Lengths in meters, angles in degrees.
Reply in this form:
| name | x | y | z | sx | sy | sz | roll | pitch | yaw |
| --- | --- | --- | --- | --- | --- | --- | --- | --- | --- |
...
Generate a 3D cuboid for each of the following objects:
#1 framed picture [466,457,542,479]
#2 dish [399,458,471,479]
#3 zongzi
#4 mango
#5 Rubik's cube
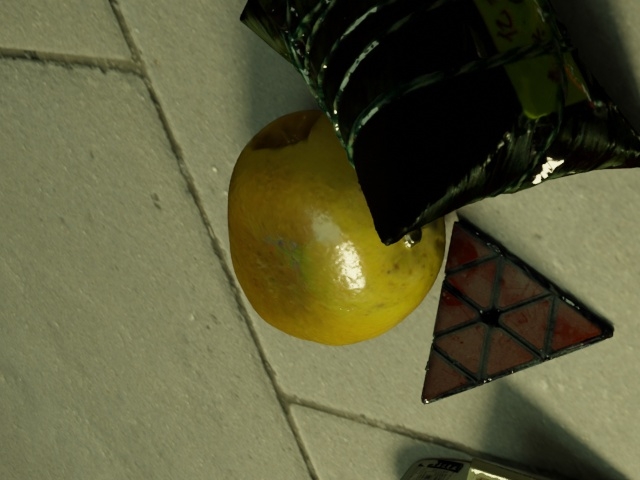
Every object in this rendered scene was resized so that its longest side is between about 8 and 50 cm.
| name | x | y | z | sx | sy | sz | roll | pitch | yaw |
| --- | --- | --- | --- | --- | --- | --- | --- | --- | --- |
| framed picture | 0.259 | 0.410 | 2.172 | 0.247 | 0.022 | 0.335 | 17 | 129 | 9 |
| dish | 0.172 | 0.397 | 2.313 | 0.256 | 0.117 | 0.256 | 31 | 144 | 26 |
| zongzi | 0.078 | -0.143 | 1.662 | 0.383 | 0.362 | 0.319 | 47 | 130 | 9 |
| mango | 0.000 | 0.000 | 2.055 | 0.253 | 0.182 | 0.365 | 47 | 147 | 4 |
| Rubik's cube | 0.189 | 0.086 | 2.046 | 0.178 | 0.211 | 0.190 | 79 | 176 | -68 |
